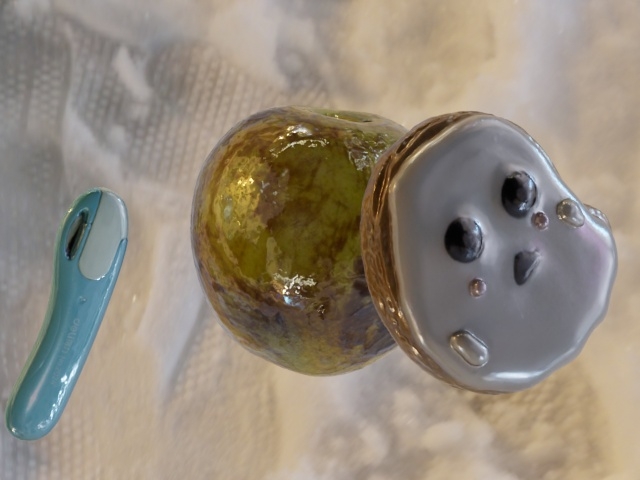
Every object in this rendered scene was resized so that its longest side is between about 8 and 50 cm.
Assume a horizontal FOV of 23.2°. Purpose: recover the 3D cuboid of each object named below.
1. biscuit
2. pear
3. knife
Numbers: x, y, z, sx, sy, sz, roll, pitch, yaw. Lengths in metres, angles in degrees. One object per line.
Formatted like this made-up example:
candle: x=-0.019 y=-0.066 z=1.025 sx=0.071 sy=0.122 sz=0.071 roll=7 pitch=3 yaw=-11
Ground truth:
biscuit: x=0.119 y=0.010 z=1.069 sx=0.208 sy=0.049 sz=0.181 roll=49 pitch=66 yaw=-24
pear: x=0.000 y=0.000 z=1.543 sx=0.283 sy=0.283 sz=0.283 roll=3 pitch=72 yaw=-10
knife: x=-0.212 y=0.062 z=1.296 sx=0.064 sy=0.031 sz=0.222 roll=18 pitch=93 yaw=-33
